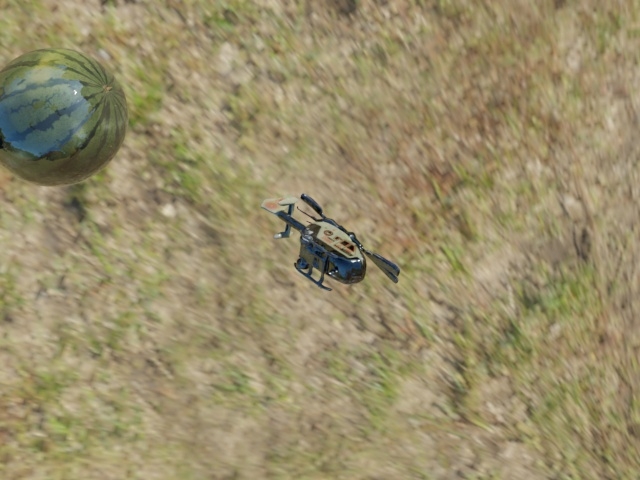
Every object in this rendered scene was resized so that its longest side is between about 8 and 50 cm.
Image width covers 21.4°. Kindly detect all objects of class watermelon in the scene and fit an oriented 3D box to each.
[{"bbox_3d":[-0.209,-0.089,1.272,0.133,0.105,0.105,-15,76,33],"label":"watermelon"}]

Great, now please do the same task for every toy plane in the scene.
[{"bbox_3d":[0.000,0.000,1.185,0.120,0.049,0.031,35,131,32],"label":"toy plane"}]
